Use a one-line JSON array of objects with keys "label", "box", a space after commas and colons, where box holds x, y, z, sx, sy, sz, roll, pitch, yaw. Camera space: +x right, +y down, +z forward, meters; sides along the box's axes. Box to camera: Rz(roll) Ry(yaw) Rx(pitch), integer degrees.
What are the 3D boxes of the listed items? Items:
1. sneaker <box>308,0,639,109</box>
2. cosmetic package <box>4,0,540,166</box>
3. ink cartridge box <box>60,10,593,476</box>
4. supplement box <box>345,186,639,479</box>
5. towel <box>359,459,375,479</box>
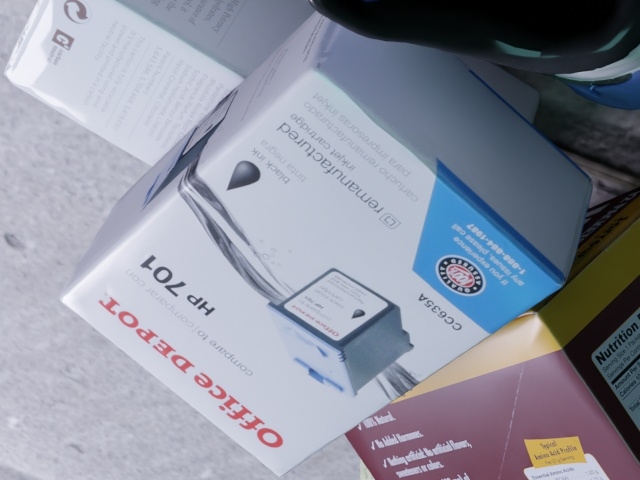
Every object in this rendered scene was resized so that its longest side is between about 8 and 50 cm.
[{"label": "sneaker", "box": [0.023, -0.166, 0.626, 0.315, 0.182, 0.127, 41, 108, 11]}, {"label": "cosmetic package", "box": [-0.019, -0.073, 0.818, 0.231, 0.117, 0.085, 32, 132, -6]}, {"label": "ink cartridge box", "box": [0.000, 0.000, 0.740, 0.139, 0.082, 0.190, 40, 128, -14]}, {"label": "supplement box", "box": [0.136, 0.098, 0.827, 0.194, 0.129, 0.191, 56, 146, -5]}, {"label": "towel", "box": [0.095, 0.160, 1.030, 0.148, 0.027, 0.110, 6, 131, 16]}]
